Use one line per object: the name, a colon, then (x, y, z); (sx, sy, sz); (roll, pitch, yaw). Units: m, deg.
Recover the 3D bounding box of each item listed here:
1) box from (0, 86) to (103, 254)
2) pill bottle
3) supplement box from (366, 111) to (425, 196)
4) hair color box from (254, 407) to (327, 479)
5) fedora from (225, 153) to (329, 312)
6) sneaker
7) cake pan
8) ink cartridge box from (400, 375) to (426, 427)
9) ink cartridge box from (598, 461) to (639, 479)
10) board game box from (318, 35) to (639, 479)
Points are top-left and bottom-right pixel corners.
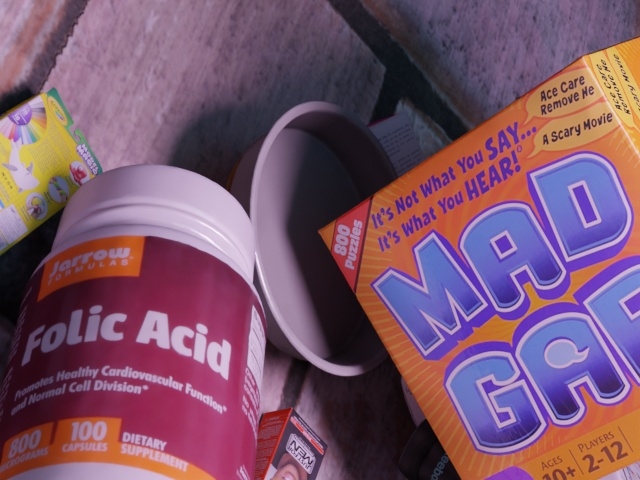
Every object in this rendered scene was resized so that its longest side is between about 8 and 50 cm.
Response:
box: (-0.284, -0.066, 1.462); (0.179, 0.043, 0.105); (-43, 110, -48)
pill bottle: (-0.161, 0.129, 1.343); (0.224, 0.224, 0.392); (44, 31, -32)
supplement box: (0.074, -0.025, 1.841); (0.114, 0.111, 0.220); (-32, 102, -52)
hair color box: (-0.046, 0.253, 1.632); (0.072, 0.043, 0.141); (49, 43, -29)
fedora: (-0.066, 0.000, 1.680); (0.194, 0.079, 0.194); (16, 70, -52)
sneaker: (0.185, 0.265, 1.830); (0.267, 0.106, 0.101); (4, 113, -62)
cake pan: (0.000, 0.000, 1.656); (0.293, 0.054, 0.293); (17, 68, -52)
ink cartridge box: (0.156, 0.157, 1.855); (0.181, 0.056, 0.224); (-36, 148, -46)
ink cartridge box: (0.328, 0.360, 1.898); (0.171, 0.168, 0.232); (50, 17, -29)
board game box: (0.297, 0.023, 1.626); (0.356, 0.356, 0.356); (-24, 82, -54)
